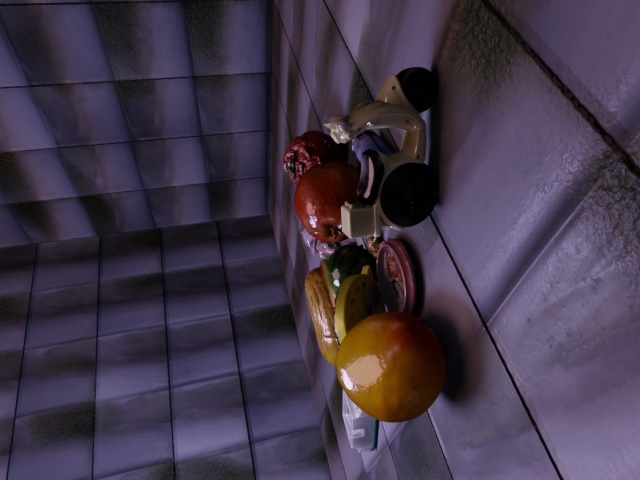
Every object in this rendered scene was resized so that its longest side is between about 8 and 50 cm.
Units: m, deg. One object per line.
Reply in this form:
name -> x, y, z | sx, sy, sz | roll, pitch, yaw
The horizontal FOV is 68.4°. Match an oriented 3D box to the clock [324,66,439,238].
clock -> 0.153, -0.202, 1.122 | 0.120, 0.276, 0.379 | -139, 39, -68

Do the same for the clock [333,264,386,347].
clock -> 0.144, 0.241, 1.482 | 0.293, 0.071, 0.277 | -52, -55, -47

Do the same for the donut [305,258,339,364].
donut -> 0.062, 0.294, 1.908 | 0.449, 0.198, 0.449 | 167, 90, -84

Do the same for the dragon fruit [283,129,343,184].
dragon fruit -> -0.025, -0.328, 1.894 | 0.299, 0.244, 0.245 | -73, -14, -57

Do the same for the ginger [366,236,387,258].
ginger -> 0.179, -0.027, 1.583 | 0.176, 0.052, 0.193 | 103, 156, -44

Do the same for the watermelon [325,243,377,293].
watermelon -> 0.116, 0.100, 1.667 | 0.215, 0.188, 0.188 | -60, 1, -19

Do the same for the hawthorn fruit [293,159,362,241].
hawthorn fruit -> 0.040, -0.126, 1.668 | 0.275, 0.275, 0.300 | 99, 167, -52

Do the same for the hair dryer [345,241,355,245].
hair dryer -> 0.117, 0.071, 1.932 | 0.154, 0.053, 0.106 | 118, 146, -76

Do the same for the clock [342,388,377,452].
clock -> 0.155, 0.732, 2.013 | 0.231, 0.116, 0.263 | -118, 25, -58

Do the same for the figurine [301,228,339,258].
figurine -> 0.000, 0.000, 2.200 | 0.276, 0.133, 0.200 | -131, 38, -66

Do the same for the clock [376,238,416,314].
clock -> 0.234, 0.115, 1.423 | 0.244, 0.056, 0.245 | 172, 90, -76

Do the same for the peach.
peach -> 0.203, 0.332, 1.252 | 0.307, 0.288, 0.289 | -34, 57, 32

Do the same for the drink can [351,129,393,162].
drink can -> 0.171, -0.237, 1.398 | 0.235, 0.097, 0.097 | -114, 21, -50
